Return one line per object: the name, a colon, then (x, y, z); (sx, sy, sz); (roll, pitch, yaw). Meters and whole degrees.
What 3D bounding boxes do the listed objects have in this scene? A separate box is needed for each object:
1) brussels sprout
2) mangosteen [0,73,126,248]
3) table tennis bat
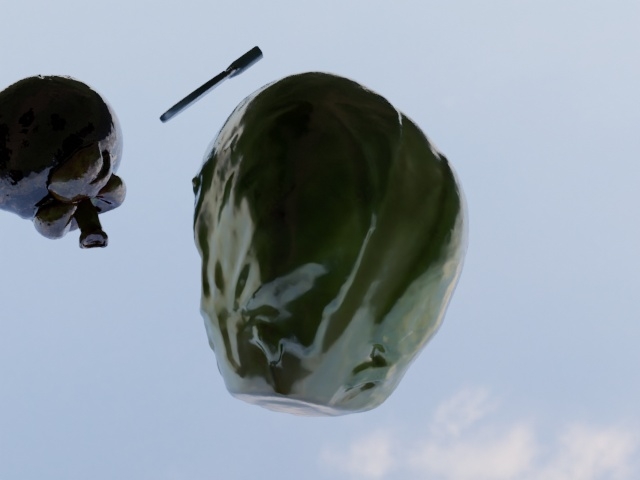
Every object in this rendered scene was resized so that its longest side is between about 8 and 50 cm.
brussels sprout: (0.000, 0.000, 1.421); (0.314, 0.371, 0.276); (-19, 156, 41)
mangosteen: (-0.344, -0.094, 1.714); (0.211, 0.211, 0.250); (-29, -101, -28)
table tennis bat: (-0.135, -0.192, 1.613); (0.155, 0.019, 0.100); (-37, -175, -13)
